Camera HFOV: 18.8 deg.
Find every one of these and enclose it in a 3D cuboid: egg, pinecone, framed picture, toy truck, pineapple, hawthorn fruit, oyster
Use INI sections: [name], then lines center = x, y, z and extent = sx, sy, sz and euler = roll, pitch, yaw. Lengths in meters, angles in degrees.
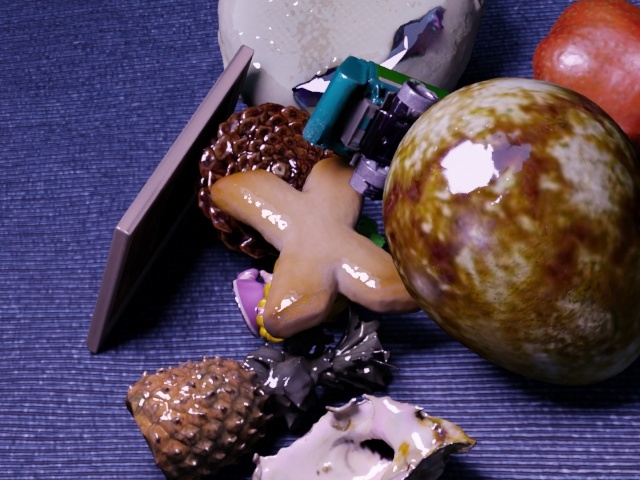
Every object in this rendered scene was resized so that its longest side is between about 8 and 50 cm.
[egg]
center = 0.184, -0.005, 1.712
extent = 0.238, 0.238, 0.289
euler = -25, 75, -3
[pinecone]
center = -0.058, -0.056, 1.990
extent = 0.163, 0.163, 0.165
euler = -37, 6, -18
[framed picture]
center = -0.157, -0.044, 1.998
extent = 0.020, 0.211, 0.289
euler = 27, 50, 3
[toy truck]
center = 0.106, -0.095, 1.878
extent = 0.114, 0.253, 0.124
euler = -61, 29, 20
[pineapple]
center = -0.051, 0.134, 1.787
extent = 0.251, 0.125, 0.125
euler = -22, 36, -9
[hawthorn fruit]
center = 0.311, -0.149, 1.915
extent = 0.203, 0.162, 0.162
euler = 21, 54, 26
[oyster]
center = 0.028, 0.203, 1.697
extent = 0.209, 0.072, 0.133
euler = -43, 43, 7

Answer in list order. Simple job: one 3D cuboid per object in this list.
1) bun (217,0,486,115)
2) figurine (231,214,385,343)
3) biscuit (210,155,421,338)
[bun]
center = 0.038, -0.228, 2.126
extent = 0.293, 0.187, 0.293
euler = -5, 67, 12
[figurine]
center = -0.004, 0.043, 1.881
extent = 0.156, 0.094, 0.115
euler = -25, 34, 6
[biscuit]
center = -0.001, 0.000, 1.829
extent = 0.164, 0.047, 0.208
euler = -9, 46, -16
